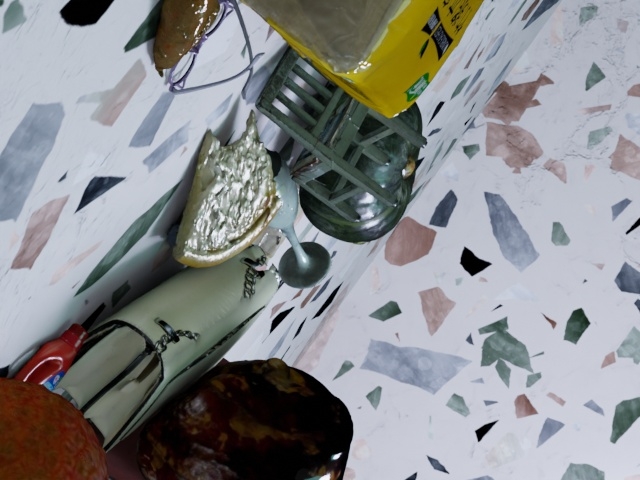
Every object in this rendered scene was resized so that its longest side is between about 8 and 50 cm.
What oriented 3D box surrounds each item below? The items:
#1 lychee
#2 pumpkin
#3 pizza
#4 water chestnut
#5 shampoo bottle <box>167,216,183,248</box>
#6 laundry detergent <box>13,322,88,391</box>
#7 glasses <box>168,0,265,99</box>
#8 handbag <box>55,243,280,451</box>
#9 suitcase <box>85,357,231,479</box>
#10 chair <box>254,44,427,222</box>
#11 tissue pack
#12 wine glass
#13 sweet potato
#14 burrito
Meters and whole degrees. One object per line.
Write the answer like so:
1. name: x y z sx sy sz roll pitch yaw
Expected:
1. lychee: -0.413 0.298 1.576 0.255 0.300 0.255 -52 -158 31
2. pumpkin: 0.064 -0.145 2.186 0.300 0.207 0.300 11 90 -82
3. pizza: -0.128 -0.074 1.869 0.181 0.034 0.262 -14 130 -37
4. water chestnut: -0.124 0.359 1.958 0.335 0.335 0.347 -34 151 -60
5. shampoo bottle: -0.175 -0.023 2.009 0.087 0.049 0.233 -63 167 17
6. laundry detergent: -0.389 0.182 1.757 0.165 0.049 0.097 -52 166 -20
7. glasses: -0.112 -0.218 1.530 0.140 0.104 0.062 -58 167 5
8. handbag: -0.236 0.147 1.966 0.237 0.160 0.358 -42 177 33
9. suitcase: -0.273 0.316 2.174 0.297 0.236 0.161 -46 156 -32
10. chair: 0.008 -0.163 1.927 0.147 0.270 0.136 -20 -141 61
11. tissue pack: 0.074 -0.342 1.606 0.293 0.228 0.382 -56 170 4
12. wine glass: 0.000 0.000 2.046 0.096 0.264 0.309 -50 149 -17
13. sweet potato: -0.150 -0.248 1.403 0.068 0.060 0.206 -3 150 -32
14. burrito: -0.071 -0.050 2.338 0.226 0.060 0.087 -57 164 15
